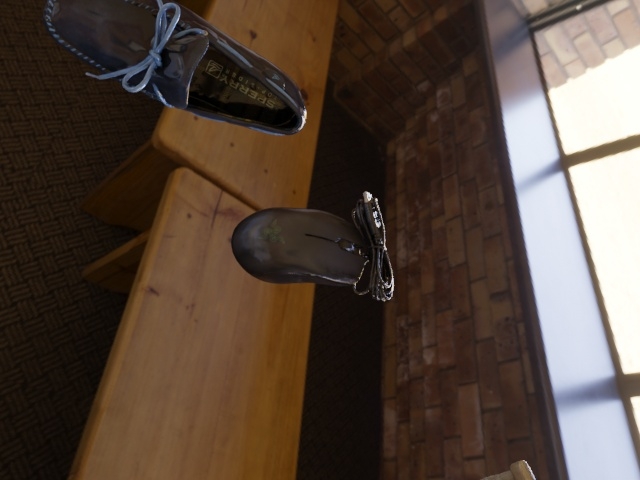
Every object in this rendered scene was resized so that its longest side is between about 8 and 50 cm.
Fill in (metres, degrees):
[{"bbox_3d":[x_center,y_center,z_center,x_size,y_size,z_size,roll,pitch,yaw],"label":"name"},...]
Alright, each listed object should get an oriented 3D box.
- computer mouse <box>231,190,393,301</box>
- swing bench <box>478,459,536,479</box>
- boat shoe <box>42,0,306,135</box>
[{"bbox_3d":[0.000,0.000,0.789,0.273,0.072,0.188,2,68,-25],"label":"computer mouse"},{"bbox_3d":[0.100,0.381,0.586,0.255,0.253,0.165,8,51,-27],"label":"swing bench"},{"bbox_3d":[-0.124,-0.175,0.483,0.259,0.108,0.089,12,25,-22],"label":"boat shoe"}]
